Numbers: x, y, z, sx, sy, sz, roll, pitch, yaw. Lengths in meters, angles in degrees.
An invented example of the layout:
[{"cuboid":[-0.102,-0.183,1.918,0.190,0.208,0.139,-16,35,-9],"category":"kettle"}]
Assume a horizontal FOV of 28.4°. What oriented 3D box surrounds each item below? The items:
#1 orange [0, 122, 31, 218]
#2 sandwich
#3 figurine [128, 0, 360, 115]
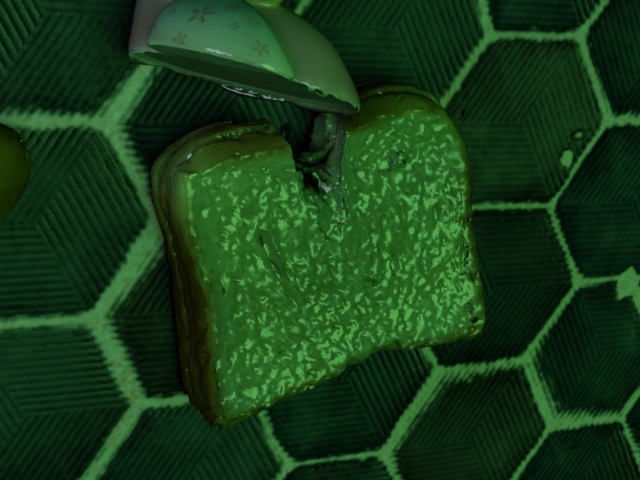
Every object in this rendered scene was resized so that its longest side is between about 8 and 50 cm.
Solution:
[{"cuboid":[-0.256,-0.049,0.916,0.095,0.085,0.085,-36,122,-10],"category":"orange"},{"cuboid":[0.001,0.000,1.074,0.273,0.095,0.249,-18,113,-21],"category":"sandwich"},{"cuboid":[0.015,-0.254,0.887,0.206,0.284,0.315,13,91,-34],"category":"figurine"}]
